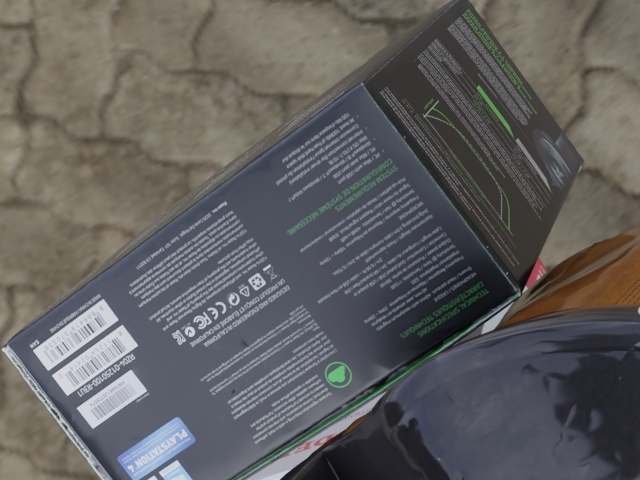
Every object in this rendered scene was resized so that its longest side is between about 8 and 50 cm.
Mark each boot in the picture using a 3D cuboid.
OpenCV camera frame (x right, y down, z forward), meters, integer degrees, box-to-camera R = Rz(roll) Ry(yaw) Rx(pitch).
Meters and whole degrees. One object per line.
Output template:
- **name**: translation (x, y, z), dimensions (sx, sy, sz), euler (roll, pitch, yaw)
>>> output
- **boot**: translation (0.119, 0.054, 0.770), dimensions (0.096, 0.280, 0.264), euler (51, 133, 6)

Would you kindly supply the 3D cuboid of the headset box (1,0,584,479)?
- **headset box**: translation (0.000, 0.000, 1.000), dimensions (0.246, 0.283, 0.131), euler (-35, 95, 21)

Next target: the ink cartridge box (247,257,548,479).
- **ink cartridge box**: translation (0.071, 0.149, 1.367), dimensions (0.226, 0.306, 0.131), euler (-21, 102, 22)

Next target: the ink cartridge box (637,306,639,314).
- **ink cartridge box**: translation (0.189, -0.019, 0.522), dimensions (0.181, 0.104, 0.061), euler (-49, 61, 13)
